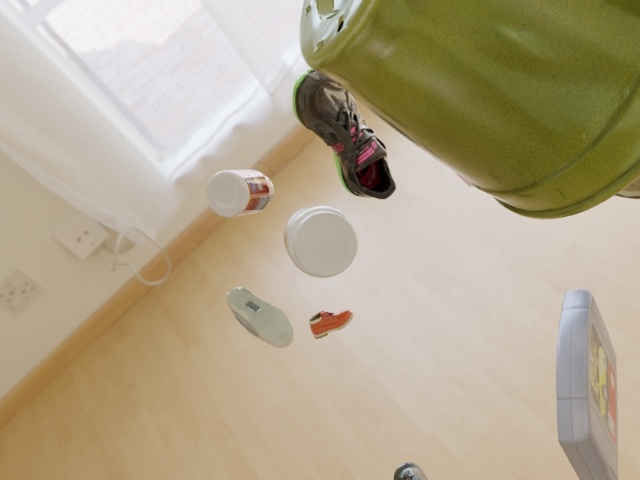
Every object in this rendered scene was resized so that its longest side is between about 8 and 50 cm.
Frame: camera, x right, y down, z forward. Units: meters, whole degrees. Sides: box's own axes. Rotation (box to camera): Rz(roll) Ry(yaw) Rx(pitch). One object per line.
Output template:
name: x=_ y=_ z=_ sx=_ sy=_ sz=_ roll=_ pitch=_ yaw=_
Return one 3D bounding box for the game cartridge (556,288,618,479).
game cartridge: x=0.438 y=0.234 z=1.070 sx=0.060 sy=0.196 sz=0.294 roll=-15 pitch=38 yaw=35

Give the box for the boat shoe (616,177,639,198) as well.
boat shoe: x=0.683 y=-0.128 z=1.390 sx=0.189 sy=0.072 sz=0.068 roll=11 pitch=28 yaw=23

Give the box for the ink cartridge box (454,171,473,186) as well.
ink cartridge box: x=0.397 y=-0.202 z=1.711 sx=0.067 sy=0.115 sz=0.198 roll=-46 pitch=6 yaw=2

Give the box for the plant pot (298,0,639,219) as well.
plant pot: x=0.178 y=-0.249 z=0.760 sx=0.366 sy=0.352 sz=0.367 roll=-42 pitch=39 yaw=47

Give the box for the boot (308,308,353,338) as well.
boot: x=0.035 y=0.265 z=2.219 sx=0.157 sy=0.085 sz=0.059 roll=-27 pitch=29 yaw=-5

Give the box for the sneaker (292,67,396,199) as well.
sneaker: x=0.091 y=-0.301 z=1.866 sx=0.185 sy=0.483 sz=0.202 roll=-47 pitch=40 yaw=-9

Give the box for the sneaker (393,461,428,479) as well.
sneaker: x=0.247 y=0.642 z=1.486 sx=0.101 sy=0.268 sz=0.106 roll=-28 pitch=-1 yaw=-13

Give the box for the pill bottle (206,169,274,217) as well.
pill bottle: x=-0.205 y=-0.129 z=1.744 sx=0.121 sy=0.216 sz=0.121 roll=2 pitch=98 yaw=18

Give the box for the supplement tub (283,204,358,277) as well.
supplement tub: x=0.000 y=0.000 z=2.125 sx=0.228 sy=0.228 sz=0.316 roll=-42 pitch=7 yaw=-2

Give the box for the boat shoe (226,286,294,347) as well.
boat shoe: x=-0.139 y=0.195 z=1.573 sx=0.079 sy=0.081 sz=0.227 roll=-38 pitch=50 yaw=-23
